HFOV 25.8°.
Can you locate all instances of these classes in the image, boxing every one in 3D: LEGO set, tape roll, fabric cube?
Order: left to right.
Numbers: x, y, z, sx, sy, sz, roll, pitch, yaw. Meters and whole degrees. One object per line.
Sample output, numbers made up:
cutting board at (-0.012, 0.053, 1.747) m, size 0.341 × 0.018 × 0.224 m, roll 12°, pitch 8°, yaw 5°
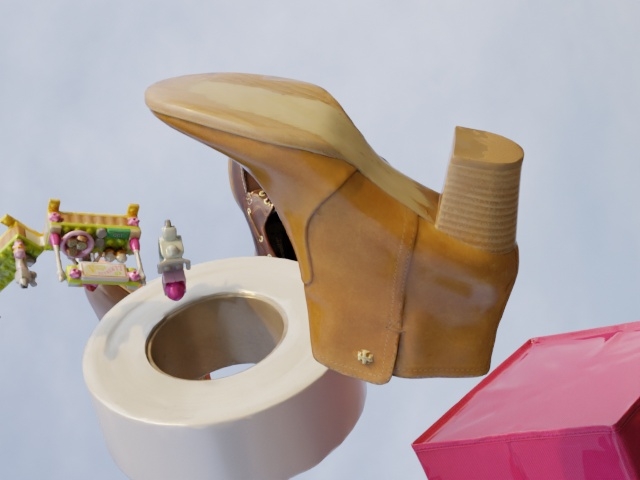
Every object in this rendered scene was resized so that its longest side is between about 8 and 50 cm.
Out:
LEGO set at (-0.273, 0.045, 1.398) m, size 0.107 × 0.287 × 0.132 m, roll -111°, pitch 9°, yaw -47°
tape roll at (-0.098, 0.134, 1.444) m, size 0.286 × 0.286 × 0.100 m, roll -67°, pitch -29°, yaw -52°
fabric cube at (0.298, 0.249, 1.412) m, size 0.254 × 0.259 × 0.258 m, roll -32°, pitch -78°, yaw -43°

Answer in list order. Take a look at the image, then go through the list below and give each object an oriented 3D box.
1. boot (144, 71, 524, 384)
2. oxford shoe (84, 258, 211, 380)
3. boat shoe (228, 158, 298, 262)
boot at (0.001, 0.000, 1.046) m, size 0.104 × 0.295 × 0.211 m, roll -64°, pitch -15°, yaw -59°
oxford shoe at (-0.212, 0.192, 1.764) m, size 0.133 × 0.130 × 0.363 m, roll -38°, pitch -69°, yaw -24°
boat shoe at (-0.054, -0.032, 1.667) m, size 0.073 × 0.073 × 0.207 m, roll -15°, pitch -94°, yaw -23°
